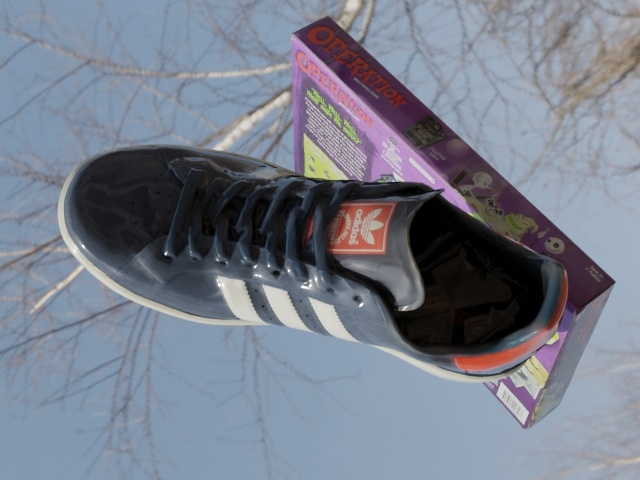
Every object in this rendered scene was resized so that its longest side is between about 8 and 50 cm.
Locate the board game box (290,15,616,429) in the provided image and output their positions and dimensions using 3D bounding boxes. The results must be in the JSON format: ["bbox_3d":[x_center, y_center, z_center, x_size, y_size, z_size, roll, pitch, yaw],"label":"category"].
[{"bbox_3d":[0.093,-0.016,0.884,0.056,0.208,0.347,-33,-118,-17],"label":"board game box"}]

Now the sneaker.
[{"bbox_3d":[0.000,0.000,0.676,0.350,0.148,0.131,14,-107,-7],"label":"sneaker"}]
